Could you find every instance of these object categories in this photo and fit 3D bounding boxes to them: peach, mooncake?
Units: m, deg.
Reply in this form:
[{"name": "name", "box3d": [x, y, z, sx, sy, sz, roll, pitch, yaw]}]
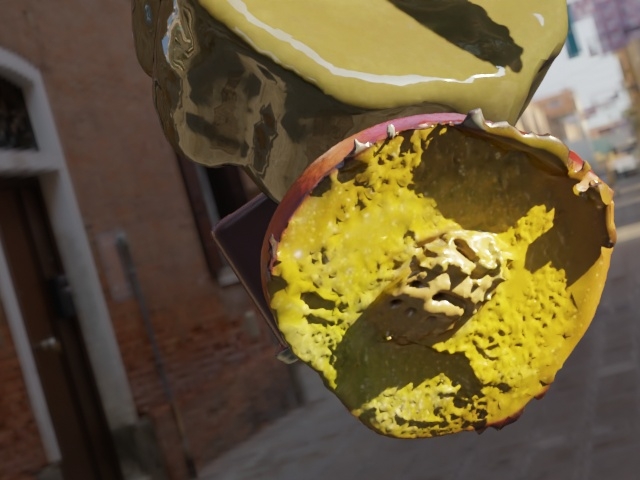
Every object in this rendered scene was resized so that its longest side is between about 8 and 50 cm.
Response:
[{"name": "peach", "box3d": [0.028, 0.002, 0.362, 0.098, 0.098, 0.061, -16, 23, -12]}, {"name": "mooncake", "box3d": [0.018, -0.191, 1.173, 0.378, 0.378, 0.201, -16, -30, -28]}]

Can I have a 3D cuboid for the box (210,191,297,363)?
[{"name": "box", "box3d": [0.000, 0.000, 1.470, 0.193, 0.167, 0.294, -34, 3, 7]}]
